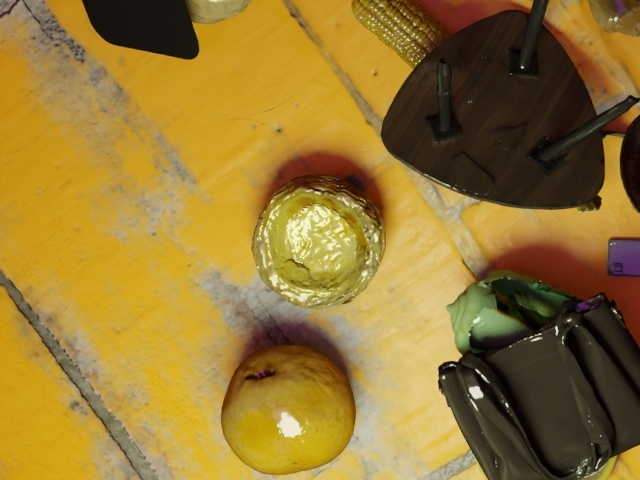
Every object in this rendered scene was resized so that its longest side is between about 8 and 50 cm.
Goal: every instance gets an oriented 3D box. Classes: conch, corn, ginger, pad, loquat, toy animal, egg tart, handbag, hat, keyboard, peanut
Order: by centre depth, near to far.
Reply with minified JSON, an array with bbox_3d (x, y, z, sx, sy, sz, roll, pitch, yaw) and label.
[{"bbox_3d":[0.408,-0.370,1.877,0.095,0.069,0.190,-19,96,-5],"label":"ginger"},{"bbox_3d":[0.489,-0.093,1.913,0.193,0.082,0.193,3,81,-19],"label":"hat"},{"bbox_3d":[0.330,0.222,1.925,0.285,0.113,0.257,-25,118,13],"label":"handbag"},{"bbox_3d":[0.329,-0.091,1.946,0.155,0.219,0.095,14,128,48],"label":"toy animal"},{"bbox_3d":[0.140,-0.294,1.956,0.238,0.080,0.080,41,108,0],"label":"corn"},{"bbox_3d":[0.508,0.027,1.960,0.176,0.014,0.055,1,101,14],"label":"keyboard"},{"bbox_3d":[0.309,0.116,1.964,0.250,0.137,0.143,5,102,12],"label":"conch"},{"bbox_3d":[-0.313,-0.456,1.979,0.315,0.063,0.375,16,136,36],"label":"pad"},{"bbox_3d":[-0.175,-0.390,1.998,0.159,0.109,0.140,-21,95,15],"label":"peanut"},{"bbox_3d":[0.001,0.000,2.043,0.212,0.090,0.213,3,101,16],"label":"egg tart"},{"bbox_3d":[-0.050,0.259,2.053,0.208,0.208,0.208,3,102,14],"label":"loquat"}]

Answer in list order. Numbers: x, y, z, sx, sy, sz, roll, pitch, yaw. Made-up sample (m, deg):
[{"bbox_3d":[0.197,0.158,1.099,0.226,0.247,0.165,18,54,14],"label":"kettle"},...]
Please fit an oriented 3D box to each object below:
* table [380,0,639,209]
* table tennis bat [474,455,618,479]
[{"bbox_3d":[0.281,-0.206,1.768,0.317,0.249,0.317,2,69,-6],"label":"table"},{"bbox_3d":[0.324,0.357,2.055,0.224,0.054,0.369,18,101,11],"label":"table tennis bat"}]
